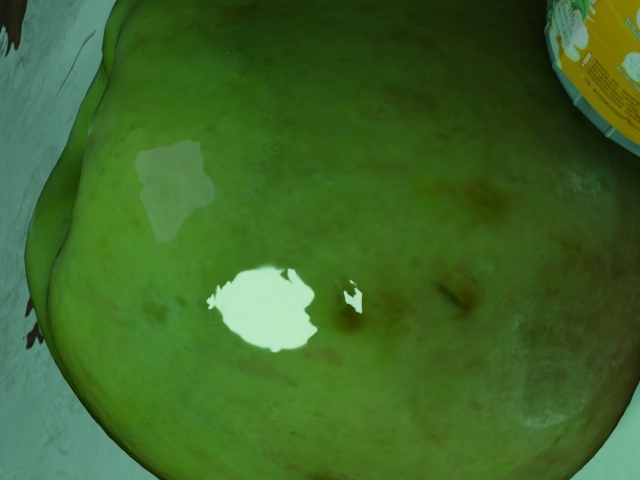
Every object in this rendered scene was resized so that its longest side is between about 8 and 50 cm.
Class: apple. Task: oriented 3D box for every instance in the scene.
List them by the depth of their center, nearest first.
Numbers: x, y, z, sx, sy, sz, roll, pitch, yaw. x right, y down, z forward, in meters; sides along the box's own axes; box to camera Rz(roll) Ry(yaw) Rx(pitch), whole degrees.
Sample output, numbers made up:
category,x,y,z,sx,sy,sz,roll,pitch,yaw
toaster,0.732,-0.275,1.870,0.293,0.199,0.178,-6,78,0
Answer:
category,x,y,z,sx,sy,sz,roll,pitch,yaw
apple,0.000,0.000,0.831,0.338,0.305,0.338,-31,54,54

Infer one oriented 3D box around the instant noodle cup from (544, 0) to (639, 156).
category,x,y,z,sx,sy,sz,roll,pitch,yaw
instant noodle cup,0.180,-0.111,0.709,0.125,0.178,0.208,-57,45,49
